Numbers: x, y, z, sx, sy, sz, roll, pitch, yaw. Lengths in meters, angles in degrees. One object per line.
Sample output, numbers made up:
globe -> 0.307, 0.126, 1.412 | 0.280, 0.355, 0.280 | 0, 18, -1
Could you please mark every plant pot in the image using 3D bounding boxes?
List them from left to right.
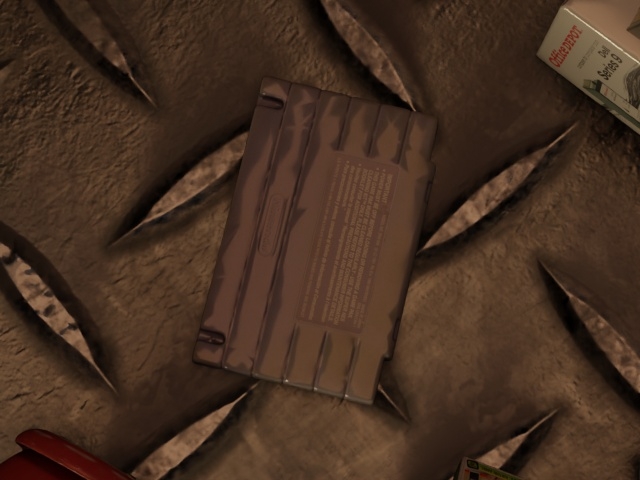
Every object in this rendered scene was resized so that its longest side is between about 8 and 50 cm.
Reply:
plant pot -> -0.300, 0.312, 1.559 | 0.191, 0.191, 0.174 | 27, 74, 3

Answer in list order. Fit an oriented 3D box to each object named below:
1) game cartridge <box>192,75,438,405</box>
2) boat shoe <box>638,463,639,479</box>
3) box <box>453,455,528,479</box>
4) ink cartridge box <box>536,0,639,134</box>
game cartridge -> 0.000, 0.000, 1.680 | 0.230, 0.068, 0.355 | 15, 81, -3
boat shoe -> 0.429, 0.359, 1.611 | 0.079, 0.095, 0.255 | -14, 83, -2
box -> 0.246, 0.327, 1.606 | 0.207, 0.114, 0.036 | 20, 122, 2
ink cartridge box -> 0.408, -0.201, 1.645 | 0.289, 0.211, 0.121 | 38, 83, 6
